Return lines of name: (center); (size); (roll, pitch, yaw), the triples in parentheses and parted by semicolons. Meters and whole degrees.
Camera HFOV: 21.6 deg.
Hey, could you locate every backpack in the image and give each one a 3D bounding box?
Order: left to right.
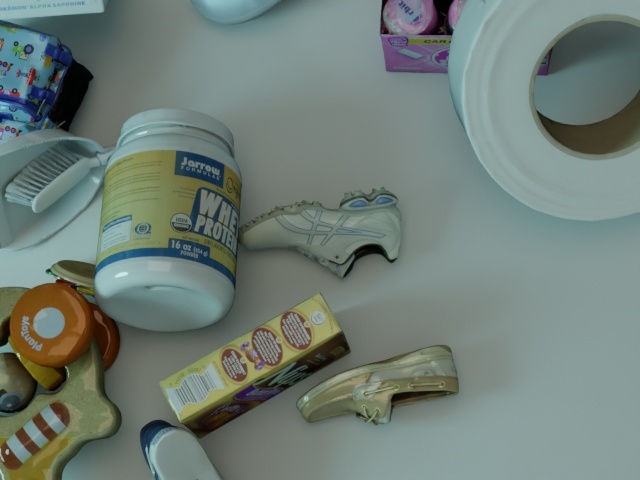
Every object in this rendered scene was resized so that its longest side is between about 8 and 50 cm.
backpack: (-0.349, -0.140, 1.807); (0.158, 0.117, 0.173); (19, 81, 11)

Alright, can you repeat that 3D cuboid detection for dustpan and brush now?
dustpan and brush: (-0.259, -0.080, 1.791); (0.060, 0.147, 0.211); (33, 57, 27)

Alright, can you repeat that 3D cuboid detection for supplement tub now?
supplement tub: (-0.155, -0.020, 1.729); (0.144, 0.144, 0.200); (-1, 63, 6)

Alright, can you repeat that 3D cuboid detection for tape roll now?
tape roll: (0.272, -0.168, 1.679); (0.286, 0.100, 0.286); (-2, 113, -4)

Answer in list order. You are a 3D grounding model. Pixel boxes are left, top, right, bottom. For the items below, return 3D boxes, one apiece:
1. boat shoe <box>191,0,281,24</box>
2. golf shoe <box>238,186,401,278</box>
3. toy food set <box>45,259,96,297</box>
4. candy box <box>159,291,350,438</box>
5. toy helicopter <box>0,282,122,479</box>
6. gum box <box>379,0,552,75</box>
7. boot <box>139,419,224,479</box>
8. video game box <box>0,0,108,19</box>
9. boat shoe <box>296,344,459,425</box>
boat shoe: (-0.010, -0.397, 1.835); (0.136, 0.156, 0.367); (36, 110, 9)
golf shoe: (0.000, 0.000, 1.760); (0.176, 0.069, 0.086); (-10, 80, 4)
toy food set: (-0.248, 0.041, 1.767); (0.083, 0.082, 0.020); (17, 100, 4)
candy box: (-0.064, 0.129, 1.708); (0.186, 0.109, 0.053); (-31, 74, -2)
toy helicopter: (-0.313, 0.224, 1.698); (0.235, 0.140, 0.355); (-11, 78, 4)
gum box: (0.161, -0.223, 1.780); (0.188, 0.107, 0.062); (2, 75, 6)
boot: (-0.121, 0.267, 1.704); (0.069, 0.086, 0.190); (-27, 102, -14)
video game box: (-0.311, -0.296, 1.814); (0.187, 0.205, 0.048); (-1, 120, 4)
boat shoe: (0.061, 0.159, 1.711); (0.170, 0.063, 0.059); (-19, 68, 0)
